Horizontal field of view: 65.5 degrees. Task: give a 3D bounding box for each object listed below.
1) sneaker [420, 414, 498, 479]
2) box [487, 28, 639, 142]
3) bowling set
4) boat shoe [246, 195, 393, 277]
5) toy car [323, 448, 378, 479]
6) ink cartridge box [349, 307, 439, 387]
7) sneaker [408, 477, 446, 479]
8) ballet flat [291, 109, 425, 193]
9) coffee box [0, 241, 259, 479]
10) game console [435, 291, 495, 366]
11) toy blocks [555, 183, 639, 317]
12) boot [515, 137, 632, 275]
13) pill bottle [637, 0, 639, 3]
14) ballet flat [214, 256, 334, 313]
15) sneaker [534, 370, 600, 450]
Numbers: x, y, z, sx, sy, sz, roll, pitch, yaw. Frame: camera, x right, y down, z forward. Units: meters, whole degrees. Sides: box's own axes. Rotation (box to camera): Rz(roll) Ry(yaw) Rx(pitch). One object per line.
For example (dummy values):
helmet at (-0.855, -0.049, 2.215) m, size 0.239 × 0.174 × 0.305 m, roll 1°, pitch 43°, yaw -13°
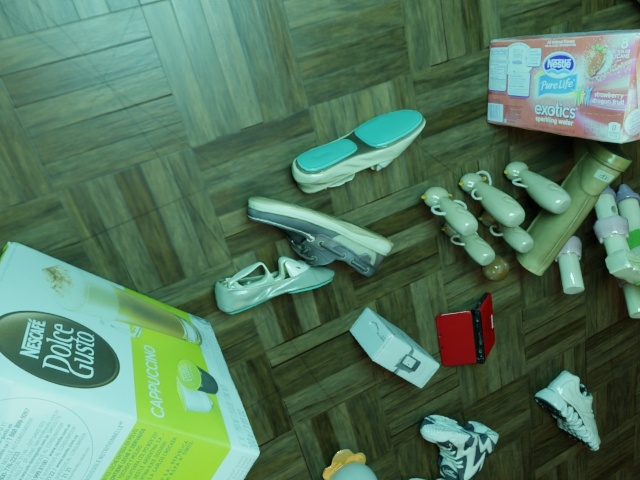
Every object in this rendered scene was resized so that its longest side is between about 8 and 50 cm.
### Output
sneaker at (0.307, 0.503, 1.164) m, size 0.234 × 0.094 × 0.153 m, roll 19°, pitch 91°, yaw -39°
box at (0.429, -0.265, 0.826) m, size 0.142 × 0.300 × 0.154 m, roll -14°, pitch 112°, yaw -18°
bowling set at (0.313, -0.028, 0.971) m, size 0.286 × 0.154 × 0.200 m, roll -10°, pitch 131°, yaw -22°
boat shoe at (0.000, 0.000, 0.843) m, size 0.285 × 0.102 × 0.092 m, roll 17°, pitch 96°, yaw -34°
toy car at (0.058, 0.564, 1.046) m, size 0.210 × 0.219 × 0.238 m, roll -18°, pitch 86°, yaw -17°
ink cartridge box at (0.143, 0.210, 0.976) m, size 0.150 × 0.109 × 0.063 m, roll 35°, pitch 95°, yaw -30°
sneaker at (0.276, 0.642, 1.222) m, size 0.212 × 0.080 × 0.094 m, roll 21°, pitch 110°, yaw -22°
ballet flat at (0.065, -0.145, 0.841) m, size 0.248 × 0.086 × 0.086 m, roll -24°, pitch 116°, yaw -14°
coffee box at (-0.339, 0.259, 0.643) m, size 0.334 × 0.337 × 0.338 m, roll 31°, pitch 94°, yaw -30°
game console at (0.327, 0.198, 1.112) m, size 0.124 × 0.085 × 0.144 m, roll -39°, pitch 126°, yaw -43°
toy blocks at (0.709, -0.020, 1.076) m, size 0.288 × 0.309 × 0.260 m, roll 19°, pitch 57°, yaw -21°
boot at (0.503, -0.089, 1.032) m, size 0.089 × 0.236 × 0.270 m, roll 29°, pitch 121°, yaw 8°
pill bottle at (0.632, -0.526, 0.910) m, size 0.264 × 0.153 × 0.153 m, roll 25°, pitch 97°, yaw -29°
ballet flat at (-0.075, 0.064, 0.849) m, size 0.213 × 0.072 × 0.068 m, roll -17°, pitch 106°, yaw -19°
sneaker at (0.683, 0.455, 1.319) m, size 0.118 × 0.110 × 0.292 m, roll -49°, pitch 121°, yaw -12°
